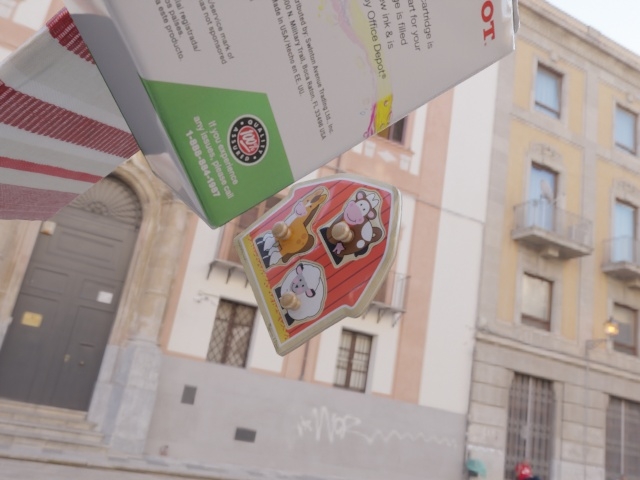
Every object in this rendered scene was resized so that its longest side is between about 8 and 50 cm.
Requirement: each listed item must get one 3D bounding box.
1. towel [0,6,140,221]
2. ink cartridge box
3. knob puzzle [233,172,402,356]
[{"bbox_3d":[-0.213,-0.124,0.520,0.329,0.037,0.237,-35,-4,8],"label":"towel"},{"bbox_3d":[-0.011,-0.172,0.377,0.117,0.278,0.201,36,-28,47],"label":"ink cartridge box"},{"bbox_3d":[0.000,0.000,0.605,0.213,0.213,0.030,-1,-26,33],"label":"knob puzzle"}]
